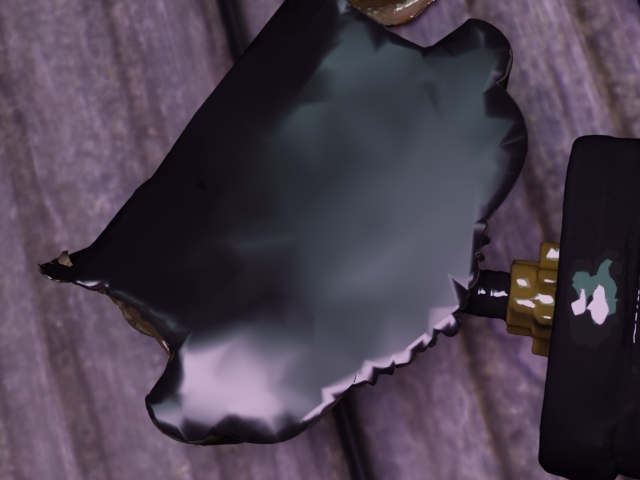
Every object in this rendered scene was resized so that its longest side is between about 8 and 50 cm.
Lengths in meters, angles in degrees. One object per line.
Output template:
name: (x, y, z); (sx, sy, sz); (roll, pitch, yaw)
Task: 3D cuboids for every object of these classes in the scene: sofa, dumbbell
sofa: (0.000, 0.000, 0.701); (0.182, 0.200, 0.258); (38, 84, 7)
dumbbell: (0.260, 0.048, 0.633); (0.388, 0.185, 0.185); (6, 76, 14)

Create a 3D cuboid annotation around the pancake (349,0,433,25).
pancake: (0.033, -0.203, 0.829); (0.139, 0.022, 0.140); (-3, 74, 11)

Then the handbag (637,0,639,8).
handbag: (0.301, -0.145, 0.715); (0.260, 0.113, 0.162); (34, 90, 10)
